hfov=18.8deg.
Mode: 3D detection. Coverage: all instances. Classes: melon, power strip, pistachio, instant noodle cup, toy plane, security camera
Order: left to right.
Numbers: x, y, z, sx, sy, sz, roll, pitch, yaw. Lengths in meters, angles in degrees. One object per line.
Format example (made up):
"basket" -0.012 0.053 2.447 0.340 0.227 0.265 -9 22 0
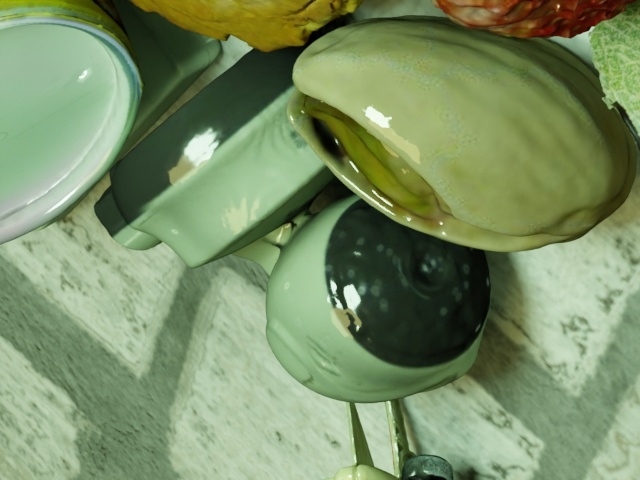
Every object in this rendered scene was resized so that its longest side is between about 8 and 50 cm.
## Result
"instant noodle cup" -0.292 -0.158 1.404 0.254 0.326 0.325 56 142 31
"power strip" -0.183 -0.117 1.576 0.098 0.058 0.338 53 136 3
"security camera" 0.000 0.000 1.401 0.277 0.197 0.191 51 144 -5
"toy plane" 0.069 0.233 1.506 0.104 0.242 0.256 -19 140 26
"pistachio" 0.094 -0.073 1.270 0.238 0.153 0.137 11 148 -6
"melon" 0.252 -0.106 1.201 0.139 0.093 0.202 -29 64 21

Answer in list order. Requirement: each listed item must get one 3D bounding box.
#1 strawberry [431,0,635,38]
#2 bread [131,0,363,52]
"strawberry" 0.144 -0.254 1.049 0.267 0.312 0.351 49 154 27
"bread" -0.060 -0.310 1.249 0.337 0.204 0.358 -30 97 44
